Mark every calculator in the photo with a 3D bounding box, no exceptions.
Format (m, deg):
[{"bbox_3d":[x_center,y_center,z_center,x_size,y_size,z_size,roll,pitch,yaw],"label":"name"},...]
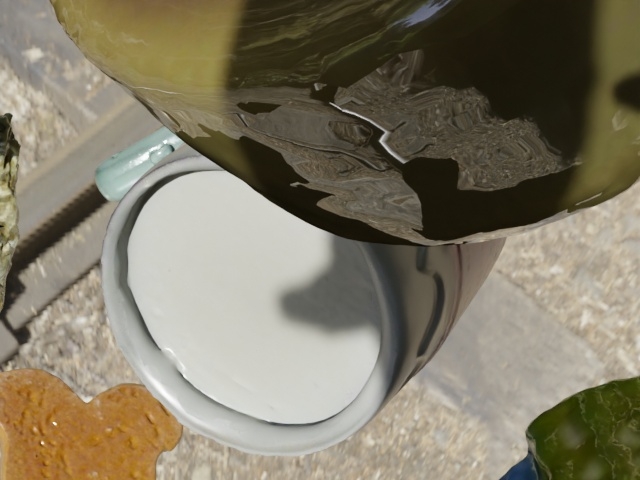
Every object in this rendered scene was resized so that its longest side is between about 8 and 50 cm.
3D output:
[{"bbox_3d":[-0.145,-0.090,1.159,0.141,0.246,0.045,-29,97,1],"label":"calculator"}]

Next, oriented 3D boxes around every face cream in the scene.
[{"bbox_3d":[0.000,0.000,0.655,0.175,0.175,0.195,29,31,10],"label":"face cream"}]

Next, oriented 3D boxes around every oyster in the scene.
[{"bbox_3d":[-0.302,-0.024,1.089,0.106,0.200,0.061,-25,31,-19],"label":"oyster"}]

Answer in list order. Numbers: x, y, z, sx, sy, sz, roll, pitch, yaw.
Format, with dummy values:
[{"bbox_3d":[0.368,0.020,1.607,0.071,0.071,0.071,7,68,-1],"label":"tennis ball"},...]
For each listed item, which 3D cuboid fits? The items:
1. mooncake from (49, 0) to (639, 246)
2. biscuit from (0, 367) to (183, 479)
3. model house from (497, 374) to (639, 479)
[{"bbox_3d":[0.040,-0.140,0.457,0.284,0.155,0.285,-16,57,25],"label":"mooncake"},{"bbox_3d":[-0.210,0.255,0.966,0.205,0.049,0.324,14,50,-26],"label":"biscuit"},{"bbox_3d":[0.194,0.215,0.615,0.215,0.303,0.237,35,20,-24],"label":"model house"}]
